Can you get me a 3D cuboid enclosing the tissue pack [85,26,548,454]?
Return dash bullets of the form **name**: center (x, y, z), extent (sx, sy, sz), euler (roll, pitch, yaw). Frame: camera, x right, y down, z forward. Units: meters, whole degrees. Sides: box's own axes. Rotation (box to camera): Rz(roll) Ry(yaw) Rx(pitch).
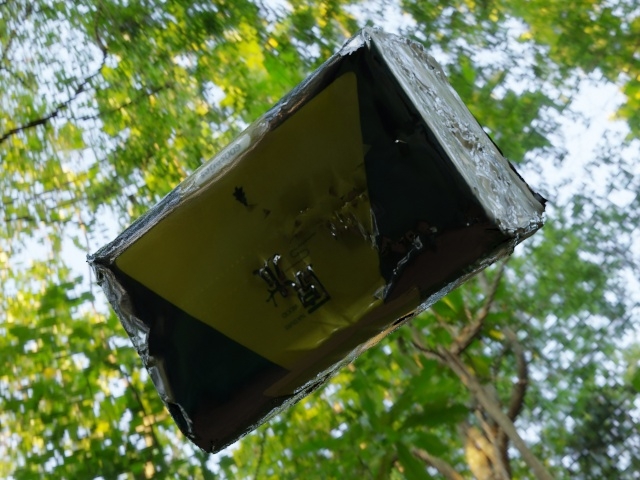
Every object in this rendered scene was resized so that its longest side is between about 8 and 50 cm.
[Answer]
- **tissue pack**: center (0.000, 0.000, 1.129), extent (0.416, 0.253, 0.264), euler (-36, -100, 20)
